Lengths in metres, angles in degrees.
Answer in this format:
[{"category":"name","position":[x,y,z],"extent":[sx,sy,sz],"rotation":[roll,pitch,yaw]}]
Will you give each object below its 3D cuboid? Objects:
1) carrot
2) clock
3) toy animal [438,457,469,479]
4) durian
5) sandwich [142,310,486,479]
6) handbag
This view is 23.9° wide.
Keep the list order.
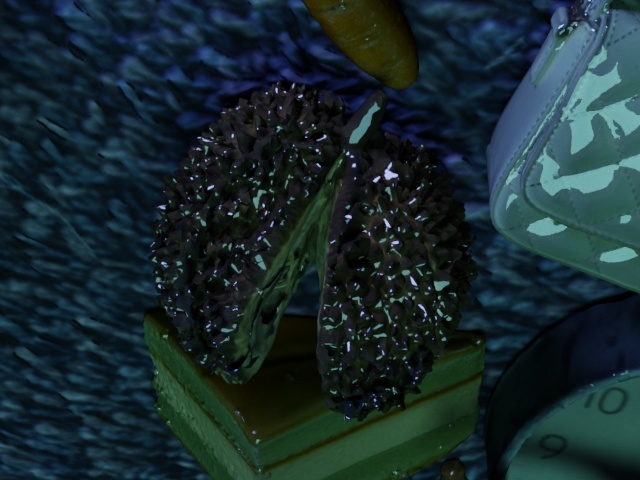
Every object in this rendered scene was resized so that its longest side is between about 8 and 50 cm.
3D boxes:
[{"category":"carrot","position":[0.015,-0.128,0.793],"extent":[0.048,0.048,0.139],"rotation":[-19,130,25]},{"category":"clock","position":[0.271,0.159,1.018],"extent":[0.325,0.067,0.325],"rotation":[5,134,5]},{"category":"toy animal","position":[0.207,0.189,0.967],"extent":[0.230,0.066,0.224],"rotation":[-19,128,32]},{"category":"durian","position":[0.000,0.000,0.845],"extent":[0.196,0.167,0.196],"rotation":[-1,119,-2]},{"category":"sandwich","position":[-0.004,0.093,1.033],"extent":[0.187,0.144,0.117],"rotation":[-22,138,-21]},{"category":"handbag","position":[0.231,-0.057,0.812],"extent":[0.256,0.079,0.219],"rotation":[19,130,-12]}]
